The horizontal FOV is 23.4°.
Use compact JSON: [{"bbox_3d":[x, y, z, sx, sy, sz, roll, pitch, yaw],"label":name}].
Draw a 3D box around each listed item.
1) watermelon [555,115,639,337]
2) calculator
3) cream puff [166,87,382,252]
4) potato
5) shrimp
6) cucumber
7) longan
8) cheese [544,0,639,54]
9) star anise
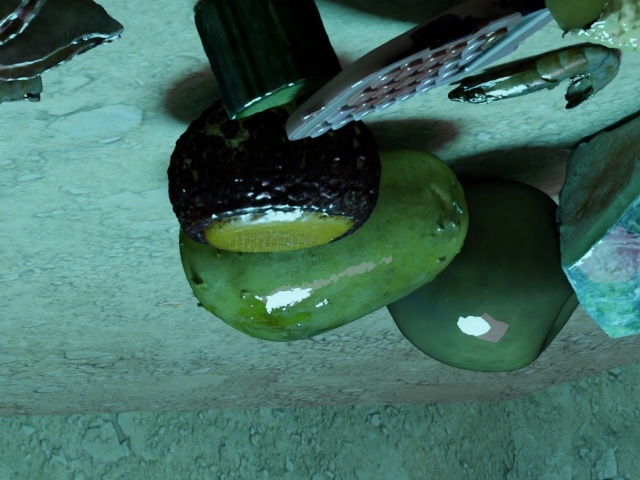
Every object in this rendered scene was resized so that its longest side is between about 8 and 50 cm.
[{"bbox_3d":[0.427,-0.062,2.035,0.228,0.258,0.387,16,111,-28],"label":"watermelon"},{"bbox_3d":[0.106,-0.177,1.470,0.329,0.048,0.220,-27,178,-33],"label":"calculator"},{"bbox_3d":[-0.050,-0.078,1.696,0.239,0.165,0.239,-5,167,-1],"label":"cream puff"},{"bbox_3d":[0.007,0.002,1.934,0.359,0.219,0.270,-14,167,-1],"label":"potato"},{"bbox_3d":[0.252,-0.175,1.779,0.195,0.035,0.148,-15,167,16],"label":"shrimp"},{"bbox_3d":[-0.051,-0.181,1.431,0.116,0.115,0.062,-21,165,4],"label":"cucumber"},{"bbox_3d":[0.222,0.046,2.117,0.288,0.288,0.350,-12,-176,10],"label":"longan"},{"bbox_3d":[0.289,-0.230,1.414,0.167,0.123,0.094,5,144,-38],"label":"cheese"},{"bbox_3d":[-0.331,-0.180,1.256,0.331,0.117,0.332,-11,157,-5],"label":"star anise"}]
